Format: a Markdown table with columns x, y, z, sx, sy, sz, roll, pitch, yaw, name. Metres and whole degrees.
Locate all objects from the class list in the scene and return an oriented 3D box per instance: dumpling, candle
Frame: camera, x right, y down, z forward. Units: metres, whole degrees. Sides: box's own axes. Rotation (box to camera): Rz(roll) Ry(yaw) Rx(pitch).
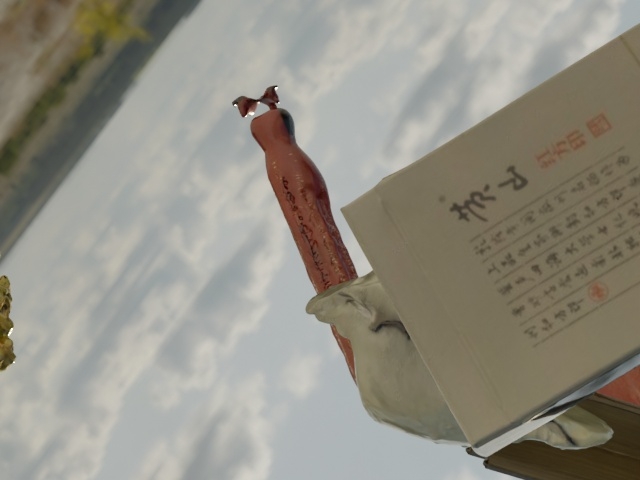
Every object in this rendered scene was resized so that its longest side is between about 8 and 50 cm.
| x | y | z | sx | sy | sz | roll | pitch | yaw | name |
| --- | --- | --- | --- | --- | --- | --- | --- | --- | --- |
| 0.127 | 0.111 | 1.443 | 0.175 | 0.243 | 0.227 | -33 | 171 | 15 | dumpling |
| 0.000 | 0.000 | 1.548 | 0.048 | 0.329 | 0.051 | -17 | 166 | -27 | candle |

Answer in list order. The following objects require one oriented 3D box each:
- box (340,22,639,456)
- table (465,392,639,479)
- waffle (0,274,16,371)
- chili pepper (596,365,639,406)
| x | y | z | sx | sy | sz | roll | pitch | yaw | name |
| --- | --- | --- | --- | --- | --- | --- | --- | --- | --- |
| 0.215 | -0.031 | 1.096 | 0.365 | 0.205 | 0.051 | -31 | 158 | 6 | box |
| 0.272 | 0.204 | 1.604 | 0.167 | 0.226 | 0.167 | -163 | -90 | -84 | table |
| -0.486 | 0.069 | 1.948 | 0.245 | 0.254 | 0.052 | -2 | 155 | -37 | waffle |
| 0.442 | 0.197 | 2.051 | 0.229 | 0.251 | 0.305 | -51 | 172 | -50 | chili pepper |
